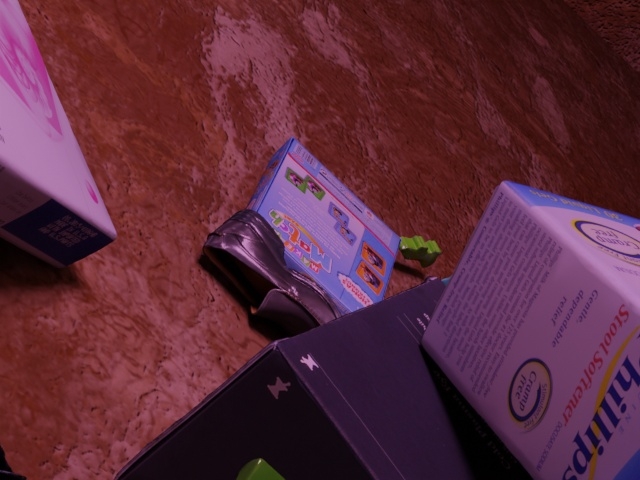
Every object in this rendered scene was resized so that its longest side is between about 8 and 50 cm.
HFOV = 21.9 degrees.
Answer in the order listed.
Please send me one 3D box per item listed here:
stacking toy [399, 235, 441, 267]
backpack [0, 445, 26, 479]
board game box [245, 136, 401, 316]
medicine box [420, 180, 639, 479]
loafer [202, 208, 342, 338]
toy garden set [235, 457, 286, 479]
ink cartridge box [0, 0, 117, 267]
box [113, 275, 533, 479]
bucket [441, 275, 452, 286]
[{"bbox_3d":[0.176,0.091,1.774,0.221,0.052,0.167,20,35,-44],"label":"stacking toy"},{"bbox_3d":[-0.231,0.112,0.801,0.115,0.152,0.182,44,11,-31],"label":"backpack"},{"bbox_3d":[0.000,0.000,1.620,0.160,0.039,0.211,43,24,-10],"label":"board game box"},{"bbox_3d":[0.262,0.105,1.174,0.264,0.149,0.289,14,19,-30],"label":"medicine box"},{"bbox_3d":[-0.040,0.053,1.467,0.170,0.062,0.061,48,46,8],"label":"loafer"},{"bbox_3d":[-0.037,0.293,1.005,0.204,0.049,0.244,44,55,-15],"label":"toy garden set"},{"bbox_3d":[-0.283,-0.164,1.186,0.330,0.071,0.324,65,7,17],"label":"ink cartridge box"},{"bbox_3d":[0.073,0.229,1.232,0.343,0.179,0.312,53,23,10],"label":"box"},{"bbox_3d":[0.197,0.140,1.483,0.183,0.281,0.281,-3,56,-57],"label":"bucket"}]
